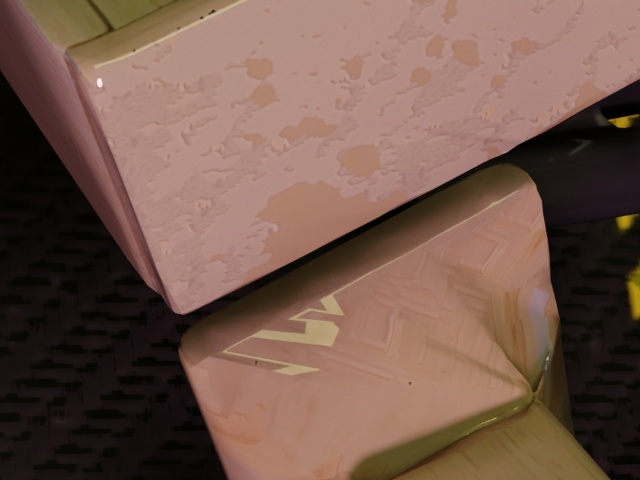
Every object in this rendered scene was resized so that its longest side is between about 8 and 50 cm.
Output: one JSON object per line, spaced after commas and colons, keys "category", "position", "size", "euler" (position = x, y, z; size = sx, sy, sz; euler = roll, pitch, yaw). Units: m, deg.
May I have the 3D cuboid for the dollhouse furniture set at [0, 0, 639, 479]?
{"category": "dollhouse furniture set", "position": [0.000, 0.000, 0.543], "size": [0.362, 0.394, 0.256], "euler": [-28, 46, -12]}

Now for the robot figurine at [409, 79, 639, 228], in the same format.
{"category": "robot figurine", "position": [0.068, -0.126, 0.706], "size": [0.278, 0.174, 0.209], "euler": [-11, 38, -18]}
